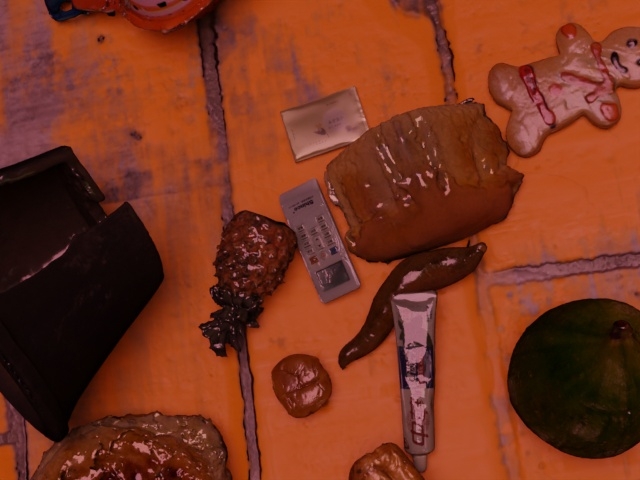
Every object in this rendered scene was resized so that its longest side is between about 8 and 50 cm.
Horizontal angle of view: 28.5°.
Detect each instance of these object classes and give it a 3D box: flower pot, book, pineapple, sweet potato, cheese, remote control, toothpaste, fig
[{"bbox_3d":[-0.363,0.043,1.616,0.251,0.379,0.379,-40,75,-21],"label":"flower pot"},{"bbox_3d":[0.007,-0.159,1.719,0.111,0.014,0.077,-18,78,6],"label":"book"},{"bbox_3d":[-0.104,0.060,1.657,0.108,0.108,0.197,23,90,12],"label":"pineapple"},{"bbox_3d":[0.107,0.070,1.643,0.249,0.059,0.069,-40,86,6],"label":"sweet potato"},{"bbox_3d":[-0.244,-0.379,1.744,0.329,0.129,0.217,-5,73,27],"label":"cheese"},{"bbox_3d":[0.000,0.000,1.684,0.061,0.029,0.162,-25,80,18],"label":"remote control"},{"bbox_3d":[0.124,0.181,1.611,0.060,0.038,0.233,-2,90,3],"label":"toothpaste"},{"bbox_3d":[0.328,0.159,1.498,0.203,0.235,0.203,-1,78,5],"label":"fig"}]

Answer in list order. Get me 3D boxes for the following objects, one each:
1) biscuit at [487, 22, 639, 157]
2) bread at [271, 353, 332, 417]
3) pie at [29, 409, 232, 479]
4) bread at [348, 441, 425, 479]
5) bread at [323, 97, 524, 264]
[{"bbox_3d":[0.341,-0.214,1.666,0.234,0.030,0.153,-21,79,6],"label":"biscuit"},{"bbox_3d":[-0.023,0.190,1.647,0.081,0.046,0.083,-3,81,11],"label":"bread"},{"bbox_3d":[-0.259,0.354,1.637,0.308,0.085,0.308,-2,80,10],"label":"pie"},{"bbox_3d":[0.118,0.352,1.564,0.083,0.114,0.211,-36,75,-15],"label":"bread"},{"bbox_3d":[0.129,-0.084,1.625,0.252,0.133,0.174,-21,75,6],"label":"bread"}]
